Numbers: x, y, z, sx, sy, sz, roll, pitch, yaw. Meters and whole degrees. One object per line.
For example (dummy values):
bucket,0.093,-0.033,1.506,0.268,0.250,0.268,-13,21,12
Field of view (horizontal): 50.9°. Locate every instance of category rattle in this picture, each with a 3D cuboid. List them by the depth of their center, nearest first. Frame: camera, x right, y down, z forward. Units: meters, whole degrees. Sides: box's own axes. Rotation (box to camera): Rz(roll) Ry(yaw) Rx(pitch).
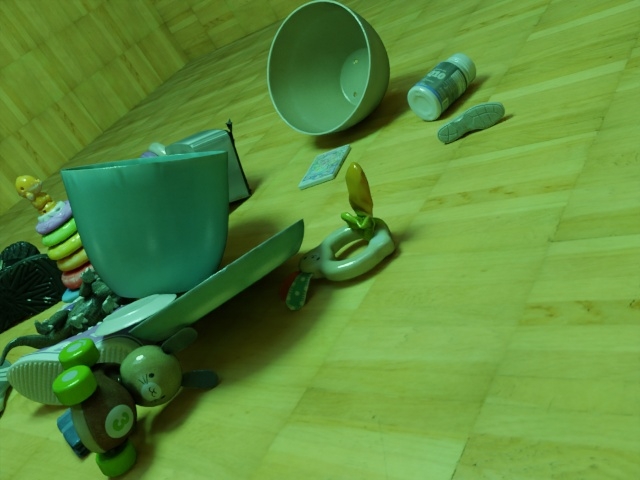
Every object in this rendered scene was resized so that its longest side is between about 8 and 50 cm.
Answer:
rattle,0.000,0.000,1.005,0.199,0.143,0.130,-23,45,8

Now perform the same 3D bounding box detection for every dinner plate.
dinner plate,-0.301,0.115,1.090,0.141,0.017,0.141,-21,9,4

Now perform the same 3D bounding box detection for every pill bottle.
pill bottle,0.242,-0.305,1.329,0.137,0.078,0.078,-44,27,-23

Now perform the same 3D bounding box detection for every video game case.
video game case,0.009,-0.154,1.410,0.087,0.011,0.122,-15,31,33

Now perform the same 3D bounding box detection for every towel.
towel,-0.366,0.285,1.042,0.067,0.029,0.119,-43,26,-20

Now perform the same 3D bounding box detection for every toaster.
toaster,-0.257,-0.169,1.535,0.110,0.186,0.168,-28,20,-31

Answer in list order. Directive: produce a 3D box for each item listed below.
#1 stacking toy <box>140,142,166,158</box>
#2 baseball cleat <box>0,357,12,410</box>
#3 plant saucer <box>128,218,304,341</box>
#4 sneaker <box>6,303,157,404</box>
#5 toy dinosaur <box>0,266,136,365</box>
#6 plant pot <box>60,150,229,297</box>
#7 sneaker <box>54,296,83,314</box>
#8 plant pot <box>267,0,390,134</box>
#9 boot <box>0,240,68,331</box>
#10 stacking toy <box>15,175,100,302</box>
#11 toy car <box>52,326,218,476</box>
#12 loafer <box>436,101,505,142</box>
stacking toy,-0.514,-0.109,1.822,0.330,0.141,0.141,-48,28,-17
baseball cleat,-0.652,0.266,1.314,0.072,0.110,0.206,-23,28,-12
plant saucer,-0.149,0.069,1.047,0.317,0.044,0.317,-34,1,1
sneaker,-0.399,0.193,1.181,0.282,0.102,0.161,-14,26,16
toy dinosaur,-0.454,0.150,1.287,0.314,0.121,0.160,-51,-8,-22
plant pot,-0.301,-0.030,1.224,0.292,0.235,0.293,-5,10,1
sneaker,-0.482,0.147,1.385,0.071,0.068,0.170,1,41,39
plant pot,0.046,-0.377,1.520,0.284,0.284,0.190,-12,-2,38
boot,-0.754,0.086,1.732,0.347,0.131,0.260,-27,26,14
stacking toy,-0.576,-0.025,1.519,0.175,0.302,0.166,-24,27,20
toy car,-0.242,0.200,0.929,0.188,0.155,0.149,-23,24,-7
loafer,0.263,-0.214,1.185,0.125,0.045,0.039,-23,20,27
